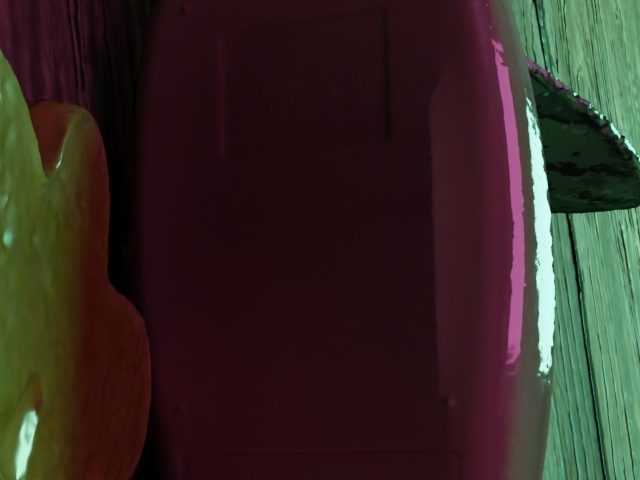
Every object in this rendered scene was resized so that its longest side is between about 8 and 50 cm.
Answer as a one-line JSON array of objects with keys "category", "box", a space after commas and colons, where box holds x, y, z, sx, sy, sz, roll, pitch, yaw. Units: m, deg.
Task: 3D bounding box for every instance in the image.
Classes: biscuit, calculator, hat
[{"category": "biscuit", "box": [-0.133, 0.059, 0.606, 0.355, 0.052, 0.275, 66, 27, -66]}, {"category": "calculator", "box": [0.000, 0.000, 0.771, 0.048, 0.220, 0.330, 6, 80, -62]}, {"category": "hat", "box": [0.041, -0.041, 0.894, 0.265, 0.265, 0.128, 33, 86, -42]}]
